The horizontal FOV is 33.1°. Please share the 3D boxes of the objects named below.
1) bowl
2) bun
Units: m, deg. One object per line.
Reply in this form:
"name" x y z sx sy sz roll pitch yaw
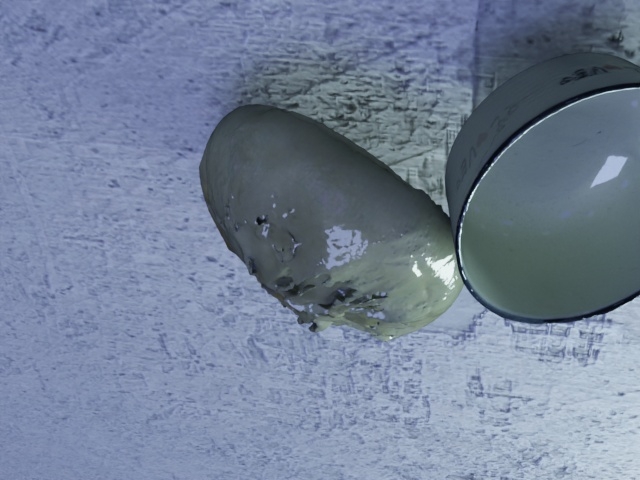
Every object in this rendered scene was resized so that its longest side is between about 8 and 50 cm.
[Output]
"bowl" 0.204 -0.058 0.889 0.237 0.126 0.238 -9 132 -10
"bun" 0.000 0.000 0.996 0.287 0.146 0.287 32 165 10
